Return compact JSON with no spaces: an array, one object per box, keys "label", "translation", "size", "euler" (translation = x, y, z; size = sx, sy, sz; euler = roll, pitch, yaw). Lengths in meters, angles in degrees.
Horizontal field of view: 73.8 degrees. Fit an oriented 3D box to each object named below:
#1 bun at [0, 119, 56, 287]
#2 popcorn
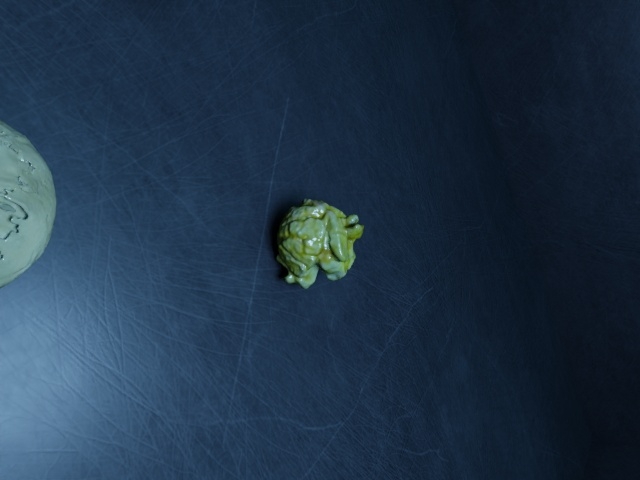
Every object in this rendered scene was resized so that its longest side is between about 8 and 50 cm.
[{"label":"bun","translation":[-0.459,-0.052,0.492],"size":[0.287,0.146,0.288],"euler":[13,71,-45]},{"label":"popcorn","translation":[0.000,0.001,0.914],"size":[0.187,0.186,0.167],"euler":[0,57,-16]}]
